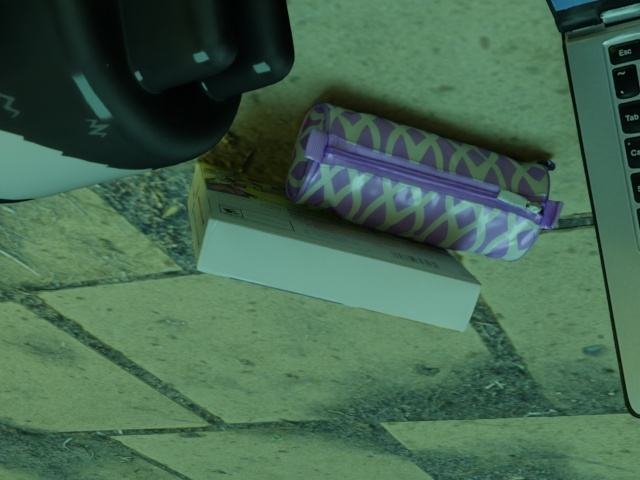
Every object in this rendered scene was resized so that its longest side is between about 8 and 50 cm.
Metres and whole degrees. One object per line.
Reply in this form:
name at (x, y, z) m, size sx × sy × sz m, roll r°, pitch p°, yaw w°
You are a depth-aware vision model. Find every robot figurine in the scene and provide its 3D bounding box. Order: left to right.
robot figurine at (-0.155, -0.111, 0.562) m, size 0.278 × 0.173 × 0.209 m, roll -10°, pitch 140°, yaw 28°

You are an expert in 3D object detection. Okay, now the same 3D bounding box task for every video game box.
video game box at (0.000, 0.000, 0.758) m, size 0.205 × 0.048 × 0.187 m, roll 14°, pitch -164°, yaw -13°

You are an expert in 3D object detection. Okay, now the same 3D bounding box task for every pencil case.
pencil case at (0.077, -0.042, 0.731) m, size 0.206 × 0.086 × 0.088 m, roll 13°, pitch -174°, yaw -14°

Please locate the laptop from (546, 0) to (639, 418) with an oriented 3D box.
laptop at (0.283, -0.099, 0.442) m, size 0.382 × 0.407 × 0.236 m, roll -9°, pitch -178°, yaw 28°
